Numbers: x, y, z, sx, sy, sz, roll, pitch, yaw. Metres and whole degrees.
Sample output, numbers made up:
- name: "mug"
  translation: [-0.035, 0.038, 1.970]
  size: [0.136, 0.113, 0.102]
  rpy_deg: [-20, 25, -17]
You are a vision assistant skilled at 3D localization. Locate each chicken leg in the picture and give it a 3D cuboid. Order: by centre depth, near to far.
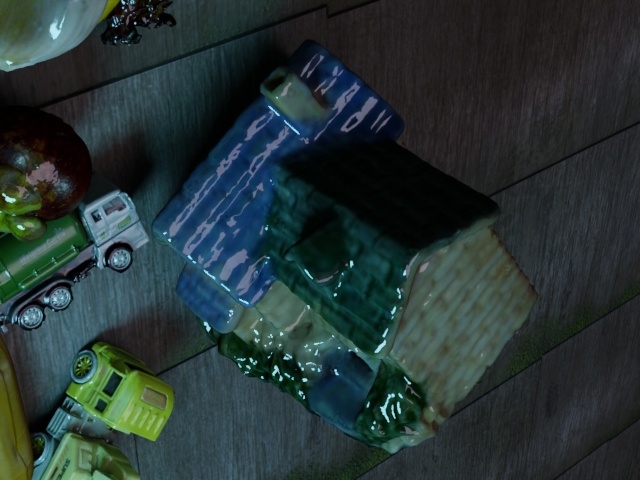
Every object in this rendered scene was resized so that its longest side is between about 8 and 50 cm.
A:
- name: "chicken leg"
  translation: [-0.193, -0.333, 1.409]
  size: [0.105, 0.063, 0.234]
  rpy_deg: [14, 105, -54]

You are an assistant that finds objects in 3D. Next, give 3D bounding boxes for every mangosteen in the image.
- name: "mangosteen"
  translation: [-0.342, -0.063, 1.357]
  size: [0.156, 0.146, 0.181]
  rpy_deg: [80, 17, -67]

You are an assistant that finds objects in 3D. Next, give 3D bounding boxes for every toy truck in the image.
- name: "toy truck"
  translation: [-0.344, 0.013, 1.475]
  size: [0.242, 0.101, 0.125]
  rpy_deg: [-35, 126, -21]
- name: "toy truck"
  translation: [-0.312, 0.293, 1.640]
  size: [0.124, 0.157, 0.272]
  rpy_deg: [37, 79, -51]

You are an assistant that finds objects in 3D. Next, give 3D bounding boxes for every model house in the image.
- name: "model house"
  translation: [0.000, 0.000, 1.551]
  size: [0.395, 0.445, 0.400]
  rpy_deg: [-46, 143, -8]

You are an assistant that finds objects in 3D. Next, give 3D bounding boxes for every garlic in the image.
- name: "garlic"
  translation: [-0.288, -0.304, 1.184]
  size: [0.148, 0.128, 0.266]
  rpy_deg: [-11, 111, -28]

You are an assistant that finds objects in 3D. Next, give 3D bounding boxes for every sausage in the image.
- name: "sausage"
  translation: [-0.440, 0.207, 1.503]
  size: [0.112, 0.112, 0.328]
  rpy_deg: [-27, 134, -31]

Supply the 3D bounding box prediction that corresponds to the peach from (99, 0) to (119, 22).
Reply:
- name: "peach"
  translation: [-0.287, -0.317, 1.291]
  size: [0.179, 0.103, 0.179]
  rpy_deg: [-22, 127, -33]
